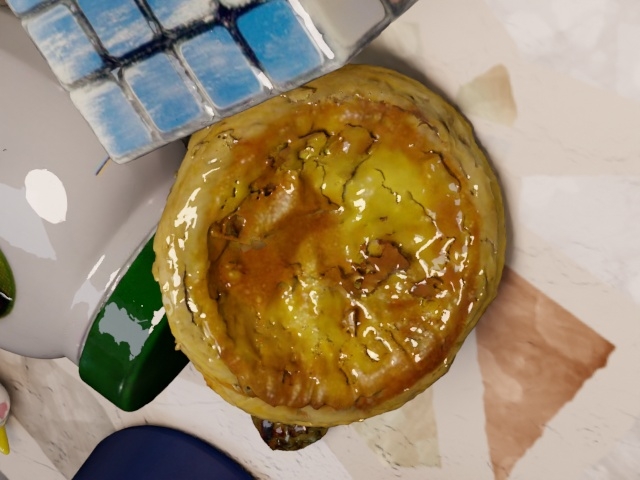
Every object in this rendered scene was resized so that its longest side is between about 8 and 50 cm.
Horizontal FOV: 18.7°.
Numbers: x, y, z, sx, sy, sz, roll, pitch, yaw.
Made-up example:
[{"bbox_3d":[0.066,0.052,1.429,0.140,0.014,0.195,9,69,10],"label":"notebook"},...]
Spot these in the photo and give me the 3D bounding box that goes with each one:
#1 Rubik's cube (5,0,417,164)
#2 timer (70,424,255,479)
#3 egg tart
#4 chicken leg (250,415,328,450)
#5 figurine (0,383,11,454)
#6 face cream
[{"bbox_3d":[-0.063,-0.242,1.334,0.259,0.253,0.256,-22,107,45],"label":"Rubik's cube"},{"bbox_3d":[-0.222,0.387,1.860,0.270,0.383,0.270,23,134,26],"label":"timer"},{"bbox_3d":[0.000,0.000,1.510,0.290,0.290,0.115,66,170,-20],"label":"egg tart"},{"bbox_3d":[-0.024,0.113,1.728,0.093,0.070,0.178,13,119,33],"label":"chicken leg"},{"bbox_3d":[-0.369,0.149,2.033,0.178,0.109,0.129,55,164,-10],"label":"figurine"},{"bbox_3d":[-0.242,-0.037,1.668,0.357,0.219,0.312,34,137,9],"label":"face cream"}]
